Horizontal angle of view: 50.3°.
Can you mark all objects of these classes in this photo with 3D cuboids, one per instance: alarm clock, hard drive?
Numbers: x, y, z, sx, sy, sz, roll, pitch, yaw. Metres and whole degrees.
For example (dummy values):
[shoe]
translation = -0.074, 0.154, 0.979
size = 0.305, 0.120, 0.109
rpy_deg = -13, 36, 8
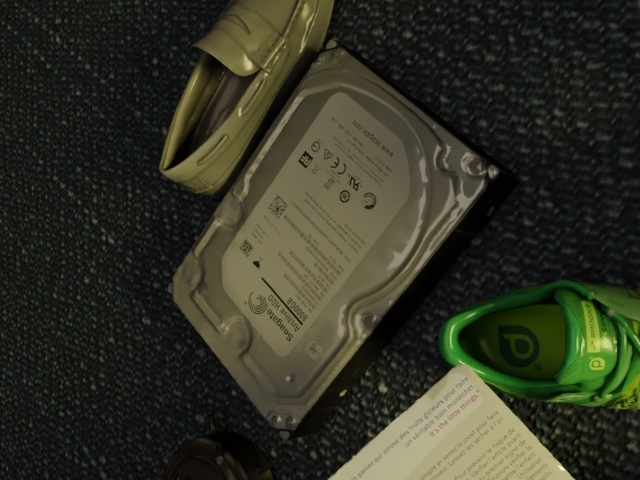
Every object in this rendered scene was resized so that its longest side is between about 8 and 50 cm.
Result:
[alarm clock]
translation = -0.122, 0.297, 0.750
size = 0.129, 0.064, 0.191
rpy_deg = 26, 103, 33
[hard drive]
translation = 0.000, 0.000, 0.695
size = 0.237, 0.064, 0.339
rpy_deg = 46, 111, 28

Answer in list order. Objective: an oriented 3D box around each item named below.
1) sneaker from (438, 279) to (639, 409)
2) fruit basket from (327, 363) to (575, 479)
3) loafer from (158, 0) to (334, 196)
[sneaker]
translation = 0.225, 0.081, 0.500
size = 0.296, 0.124, 0.109
rpy_deg = -10, 80, 32
[fruit basket]
translation = 0.104, 0.324, 0.483
size = 0.327, 0.165, 0.353
rpy_deg = -44, 72, 6
[loafer]
translation = -0.079, -0.197, 0.735
size = 0.112, 0.111, 0.319
rpy_deg = 28, 101, 32
